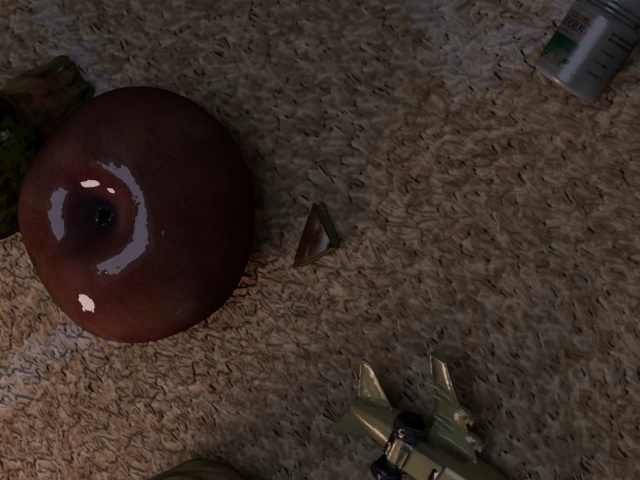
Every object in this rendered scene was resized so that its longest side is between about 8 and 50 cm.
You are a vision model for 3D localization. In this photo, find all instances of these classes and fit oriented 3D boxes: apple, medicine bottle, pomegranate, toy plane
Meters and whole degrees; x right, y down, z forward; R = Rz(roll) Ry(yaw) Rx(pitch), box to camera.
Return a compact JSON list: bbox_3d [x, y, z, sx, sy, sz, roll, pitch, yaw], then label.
[{"bbox_3d":[-0.222,-0.032,1.505,0.305,0.235,0.306,0,89,23],"label":"apple"},{"bbox_3d":[0.296,-0.219,1.355,0.080,0.080,0.130,36,105,19],"label":"medicine bottle"},{"bbox_3d":[-0.425,-0.132,1.614,0.222,0.204,0.276,32,95,47],"label":"pomegranate"},{"bbox_3d":[0.123,0.244,1.436,0.244,0.092,0.229,36,120,22],"label":"toy plane"}]

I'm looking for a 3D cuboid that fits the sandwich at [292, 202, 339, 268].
[{"bbox_3d":[0.000,0.000,1.517,0.044,0.031,0.083,22,99,24],"label":"sandwich"}]

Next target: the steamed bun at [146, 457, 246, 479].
[{"bbox_3d":[-0.142,0.411,1.492,0.276,0.203,0.289,-31,80,22],"label":"steamed bun"}]
